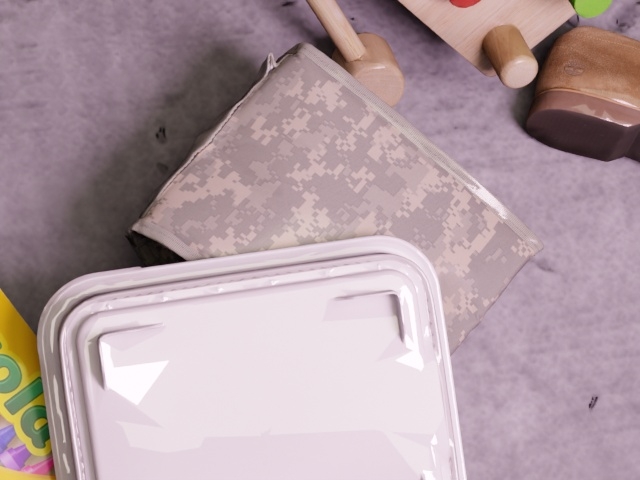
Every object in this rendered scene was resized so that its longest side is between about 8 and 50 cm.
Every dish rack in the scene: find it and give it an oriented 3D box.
[{"bbox_3d":[-0.047,0.151,1.590,0.332,0.072,0.286,-8,91,-9],"label":"dish rack"}]

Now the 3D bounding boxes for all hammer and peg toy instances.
[{"bbox_3d":[0.126,-0.248,1.701,0.361,0.266,0.127,-38,45,17],"label":"hammer and peg toy"}]

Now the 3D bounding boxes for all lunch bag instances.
[{"bbox_3d":[0.000,0.000,1.723,0.287,0.169,0.235,44,72,-7],"label":"lunch bag"}]

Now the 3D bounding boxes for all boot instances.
[{"bbox_3d":[0.351,-0.117,1.877,0.305,0.112,0.115,19,64,-8],"label":"boot"}]

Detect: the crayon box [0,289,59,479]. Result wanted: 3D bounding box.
[{"bbox_3d":[-0.376,0.156,1.621,0.313,0.106,0.363,-37,90,-19],"label":"crayon box"}]
